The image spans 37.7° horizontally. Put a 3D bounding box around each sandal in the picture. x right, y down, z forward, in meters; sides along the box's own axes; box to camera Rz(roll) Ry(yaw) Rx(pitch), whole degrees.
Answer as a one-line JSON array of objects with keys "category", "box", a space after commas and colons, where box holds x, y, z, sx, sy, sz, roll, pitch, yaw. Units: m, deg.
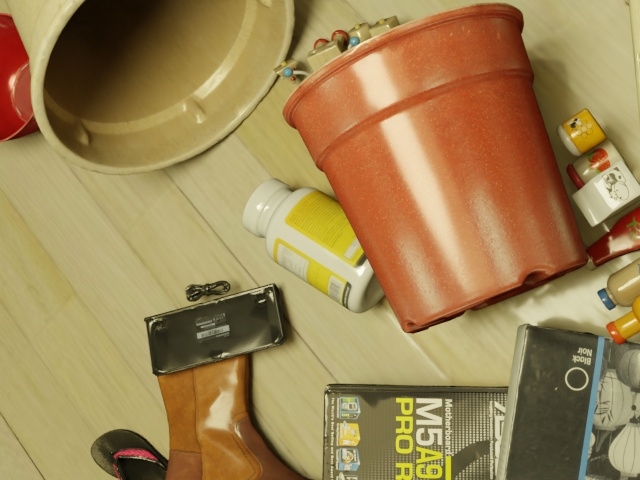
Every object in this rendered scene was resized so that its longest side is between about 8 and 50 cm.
[{"category": "sandal", "box": [-0.236, 0.306, 1.245, 0.179, 0.040, 0.067, 24, 98, 23]}]

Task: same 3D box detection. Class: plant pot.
[{"category": "plant pot", "box": [-0.253, -0.303, 1.151, 0.334, 0.334, 0.305, -48, 60, 15]}, {"category": "plant pot", "box": [0.132, -0.059, 0.974, 0.272, 0.272, 0.265, -24, 80, 21]}]

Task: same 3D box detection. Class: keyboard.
[{"category": "keyboard", "box": [-0.135, 0.101, 1.185, 0.180, 0.023, 0.108, -15, 71, 10]}]

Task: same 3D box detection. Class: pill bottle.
[{"category": "pill bottle", "box": [0.000, 0.000, 1.119, 0.184, 0.103, 0.103, 32, 101, 22]}]

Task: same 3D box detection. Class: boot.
[{"category": "boot", "box": [-0.084, 0.223, 1.178, 0.264, 0.096, 0.280, -16, 70, 24]}]

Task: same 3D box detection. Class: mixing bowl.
[{"category": "mixing bowl", "box": [-0.429, -0.219, 1.321, 0.181, 0.098, 0.181, -1, 86, 24]}]

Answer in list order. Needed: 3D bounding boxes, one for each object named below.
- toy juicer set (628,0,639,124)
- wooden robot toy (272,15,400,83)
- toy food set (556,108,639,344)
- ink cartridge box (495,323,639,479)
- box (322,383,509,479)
[{"category": "toy juicer set", "box": [0.434, -0.253, 0.944, 0.329, 0.089, 0.209, -28, 77, 21]}, {"category": "wooden robot toy", "box": [0.030, -0.211, 1.149, 0.173, 0.076, 0.079, -20, 115, 22]}, {"category": "toy food set", "box": [0.300, -0.013, 0.981, 0.104, 0.111, 0.232, -35, 75, 19]}, {"category": "ink cartridge box", "box": [0.264, 0.261, 0.967, 0.165, 0.065, 0.333, 8, 85, 5]}, {"category": "box", "box": [0.110, 0.295, 1.037, 0.216, 0.060, 0.270, 1, 84, 6]}]
